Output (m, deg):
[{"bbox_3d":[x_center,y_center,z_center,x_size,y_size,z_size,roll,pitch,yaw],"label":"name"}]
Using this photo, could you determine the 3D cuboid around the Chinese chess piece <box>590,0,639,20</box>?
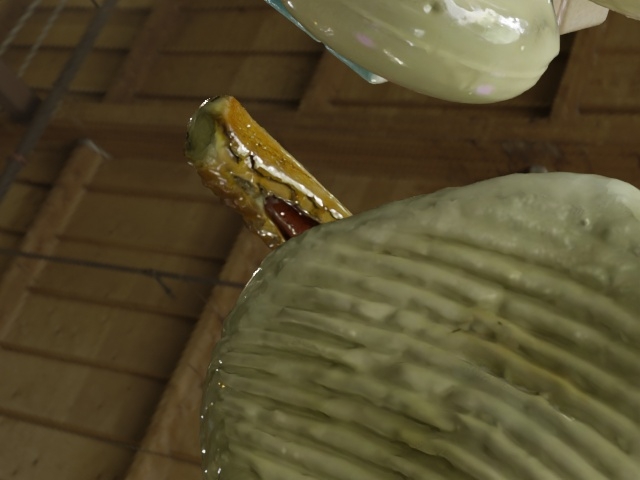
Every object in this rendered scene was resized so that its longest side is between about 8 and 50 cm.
[{"bbox_3d":[0.162,-0.228,0.335,0.338,0.140,0.338,-8,-108,25],"label":"Chinese chess piece"}]

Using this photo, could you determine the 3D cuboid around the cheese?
[{"bbox_3d":[0.015,-0.144,0.600,0.163,0.249,0.071,54,-52,32],"label":"cheese"}]

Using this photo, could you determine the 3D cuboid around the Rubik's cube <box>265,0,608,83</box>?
[{"bbox_3d":[0.098,-0.378,1.032,0.318,0.316,0.322,-18,-133,-32],"label":"Rubik's cube"}]

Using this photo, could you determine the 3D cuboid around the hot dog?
[{"bbox_3d":[0.000,-0.001,0.852,0.068,0.289,0.083,-42,-148,9],"label":"hot dog"}]

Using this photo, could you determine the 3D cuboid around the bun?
[{"bbox_3d":[0.105,0.129,0.698,0.349,0.227,0.352,25,-100,34],"label":"bun"}]
